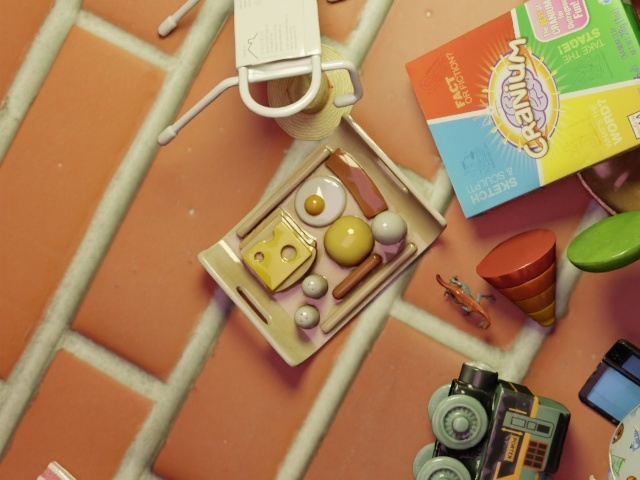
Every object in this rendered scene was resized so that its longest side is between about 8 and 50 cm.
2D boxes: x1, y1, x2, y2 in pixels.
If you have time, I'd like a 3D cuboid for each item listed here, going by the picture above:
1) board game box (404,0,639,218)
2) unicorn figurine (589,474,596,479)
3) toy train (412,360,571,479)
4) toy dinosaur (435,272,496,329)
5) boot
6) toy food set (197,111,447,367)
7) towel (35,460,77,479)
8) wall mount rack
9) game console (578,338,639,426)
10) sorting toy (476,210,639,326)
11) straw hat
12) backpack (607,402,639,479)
[{"bbox_3d":[0.300,-0.198,1.814,0.316,0.064,0.242,-25,84,28],"label":"board game box"},{"bbox_3d":[0.389,0.410,1.820,0.111,0.060,0.162,23,75,-2],"label":"unicorn figurine"},{"bbox_3d":[0.222,0.339,1.837,0.190,0.142,0.334,14,92,1],"label":"toy train"},{"bbox_3d":[0.205,0.091,1.876,0.047,0.090,0.082,-58,48,20],"label":"toy dinosaur"},{"bbox_3d":[0.474,-0.045,1.801,0.305,0.115,0.112,38,100,11],"label":"boot"},{"bbox_3d":[0.000,0.000,1.902,0.306,0.092,0.220,-43,82,7],"label":"toy food set"},{"bbox_3d":[-0.411,0.450,2.009,0.144,0.029,0.197,40,94,9],"label":"towel"},{"bbox_3d":[-0.100,-0.277,1.873,0.304,0.130,0.350,-8,58,8],"label":"wall mount rack"},{"bbox_3d":[0.433,0.209,1.828,0.122,0.107,0.071,34,67,9],"label":"game console"},{"bbox_3d":[0.389,0.047,1.778,0.365,0.127,0.126,-12,114,39],"label":"sorting toy"},{"bbox_3d":[-0.018,-0.219,1.925,0.144,0.061,0.144,0,89,12],"label":"straw hat"},{"bbox_3d":[0.496,0.310,1.708,0.213,0.276,0.263,20,126,-22],"label":"backpack"}]
